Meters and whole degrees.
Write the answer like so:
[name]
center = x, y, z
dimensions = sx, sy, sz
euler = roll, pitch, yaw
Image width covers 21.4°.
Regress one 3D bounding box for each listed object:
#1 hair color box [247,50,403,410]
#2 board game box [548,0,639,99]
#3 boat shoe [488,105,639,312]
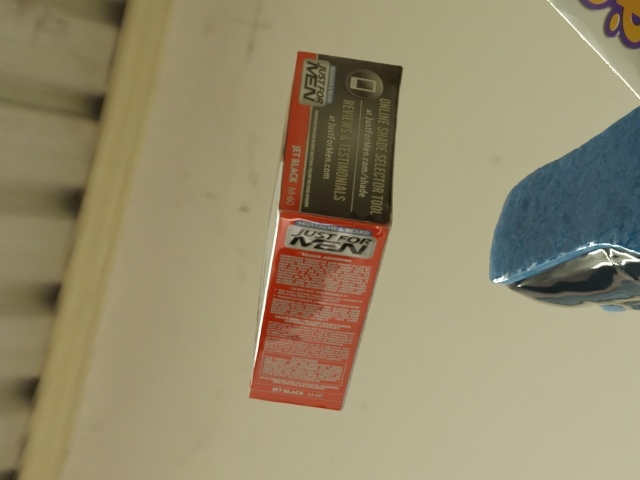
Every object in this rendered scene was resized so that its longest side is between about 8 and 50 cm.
[hair color box]
center = 0.000, 0.000, 0.805
dimensions = 0.167, 0.053, 0.093
euler = 104, 174, -55
[board game box]
center = 0.182, -0.181, 0.997
dimensions = 0.039, 0.259, 0.124
euler = 8, -57, -37
[boat shoe]
center = 0.179, -0.019, 0.810
dimensions = 0.089, 0.258, 0.109
euler = 21, -102, -20
